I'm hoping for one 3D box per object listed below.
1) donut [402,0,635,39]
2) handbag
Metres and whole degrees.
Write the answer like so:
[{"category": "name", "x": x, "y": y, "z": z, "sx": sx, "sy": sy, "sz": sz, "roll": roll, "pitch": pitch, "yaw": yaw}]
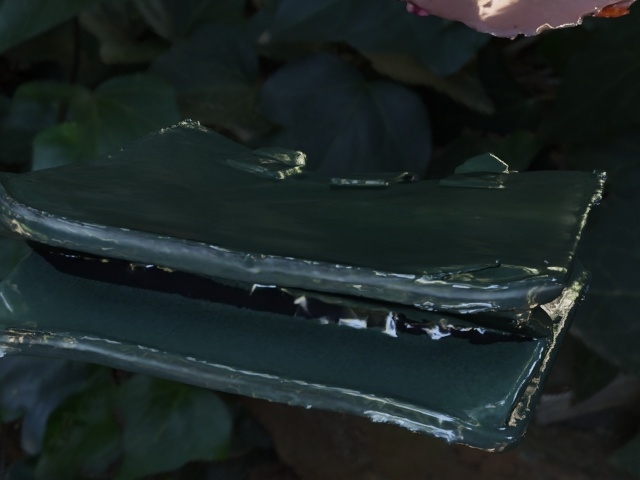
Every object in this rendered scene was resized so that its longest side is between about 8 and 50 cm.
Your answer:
[{"category": "donut", "x": 0.059, "y": -0.127, "z": 0.428, "sx": 0.166, "sy": 0.117, "sz": 0.065, "roll": 41, "pitch": 32, "yaw": -53}, {"category": "handbag", "x": 0.000, "y": 0.002, "z": 0.596, "sx": 0.248, "sy": 0.079, "sz": 0.260, "roll": 10, "pitch": 17, "yaw": 15}]
